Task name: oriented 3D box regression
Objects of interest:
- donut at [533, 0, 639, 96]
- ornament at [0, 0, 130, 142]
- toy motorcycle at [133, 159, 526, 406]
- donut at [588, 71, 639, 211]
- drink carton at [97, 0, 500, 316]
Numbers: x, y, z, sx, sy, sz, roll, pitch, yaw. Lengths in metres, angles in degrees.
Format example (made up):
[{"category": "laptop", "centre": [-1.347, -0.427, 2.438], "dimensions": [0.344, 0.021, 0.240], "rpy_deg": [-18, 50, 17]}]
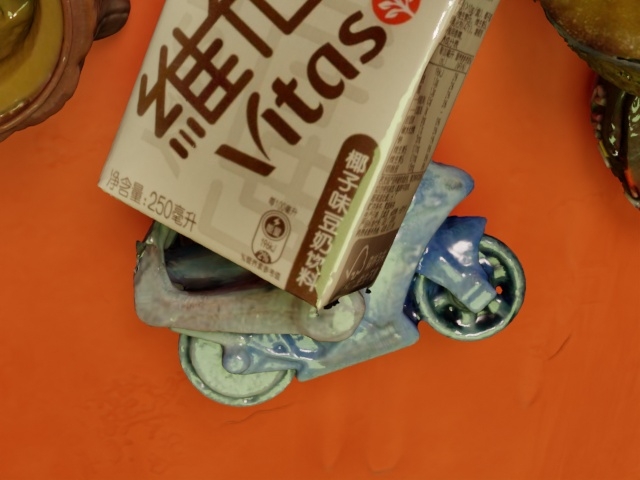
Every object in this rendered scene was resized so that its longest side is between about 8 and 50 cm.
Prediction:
[{"category": "donut", "centre": [0.291, -0.211, 0.725], "dimensions": [0.272, 0.272, 0.107], "rpy_deg": [-28, 152, 8]}, {"category": "ornament", "centre": [-0.226, -0.183, 0.641], "dimensions": [0.235, 0.217, 0.221], "rpy_deg": [26, 115, -23]}, {"category": "toy motorcycle", "centre": [0.001, 0.008, 0.834], "dimensions": [0.319, 0.182, 0.241], "rpy_deg": [-17, 125, 3]}, {"category": "donut", "centre": [0.364, -0.131, 0.864], "dimensions": [0.270, 0.103, 0.269], "rpy_deg": [-5, 126, -6]}, {"category": "drink carton", "centre": [-0.001, -0.136, 0.683], "dimensions": [0.194, 0.132, 0.324], "rpy_deg": [27, 104, 15]}]
